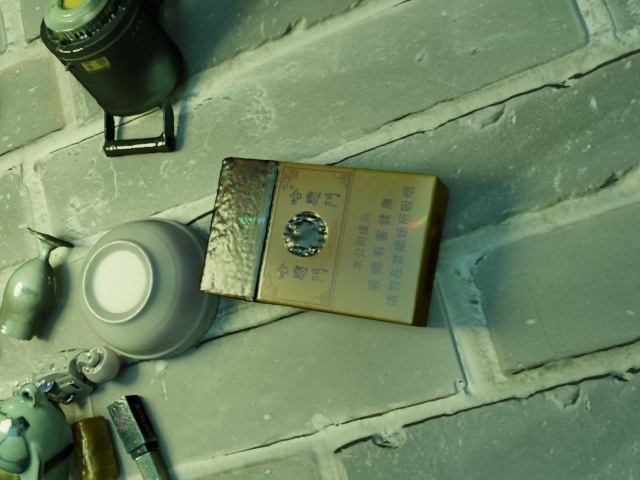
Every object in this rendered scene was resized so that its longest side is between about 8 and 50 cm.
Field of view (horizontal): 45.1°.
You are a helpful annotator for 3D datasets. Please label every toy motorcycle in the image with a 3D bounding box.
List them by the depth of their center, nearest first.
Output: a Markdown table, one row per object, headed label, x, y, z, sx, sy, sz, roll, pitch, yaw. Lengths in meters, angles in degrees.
| label | x | y | z | sx | sy | sz | roll | pitch | yaw |
| --- | --- | --- | --- | --- | --- | --- | --- | --- | --- |
| toy motorcycle | -0.513 | 0.266 | 1.552 | 0.254 | 0.112 | 0.112 | -22 | 74 | 17 |

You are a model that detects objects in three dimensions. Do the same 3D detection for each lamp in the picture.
| label | x | y | z | sx | sy | sz | roll | pitch | yaw |
| --- | --- | --- | --- | --- | --- | --- | --- | --- | --- |
| lamp | -0.415 | -0.379 | 1.523 | 0.205 | 0.272 | 0.373 | -2 | 80 | 22 |

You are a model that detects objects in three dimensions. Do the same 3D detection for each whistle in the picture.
| label | x | y | z | sx | sy | sz | roll | pitch | yaw |
| --- | --- | --- | --- | --- | --- | --- | --- | --- | --- |
| whistle | -0.564 | 0.398 | 1.476 | 0.164 | 0.163 | 0.289 | 23 | 114 | 22 |

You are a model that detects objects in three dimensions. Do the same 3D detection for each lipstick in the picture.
| label | x | y | z | sx | sy | sz | roll | pitch | yaw |
| --- | --- | --- | --- | --- | --- | --- | --- | --- | --- |
| lipstick | -0.314 | 0.442 | 1.462 | 0.051 | 0.051 | 0.312 | -33 | 72 | 10 |

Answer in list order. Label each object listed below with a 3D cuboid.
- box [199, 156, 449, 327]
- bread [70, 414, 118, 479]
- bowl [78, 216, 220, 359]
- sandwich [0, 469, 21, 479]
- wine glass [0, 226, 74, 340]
| label | x | y | z | sx | sy | sz | roll | pitch | yaw |
| --- | --- | --- | --- | --- | --- | --- | --- | --- | --- |
| box | 0.000 | 0.000 | 1.386 | 0.416 | 0.116 | 0.264 | 8 | 85 | 21 |
| bread | -0.441 | 0.410 | 1.504 | 0.053 | 0.074 | 0.132 | -25 | 71 | 27 |
| bowl | -0.352 | 0.087 | 1.489 | 0.287 | 0.144 | 0.286 | -4 | 79 | 21 |
| sandwich | -0.681 | 0.462 | 1.571 | 0.186 | 0.220 | 0.108 | -10 | 78 | 56 |
| wine glass | -0.597 | 0.092 | 1.601 | 0.103 | 0.103 | 0.222 | 20 | 88 | 22 |
